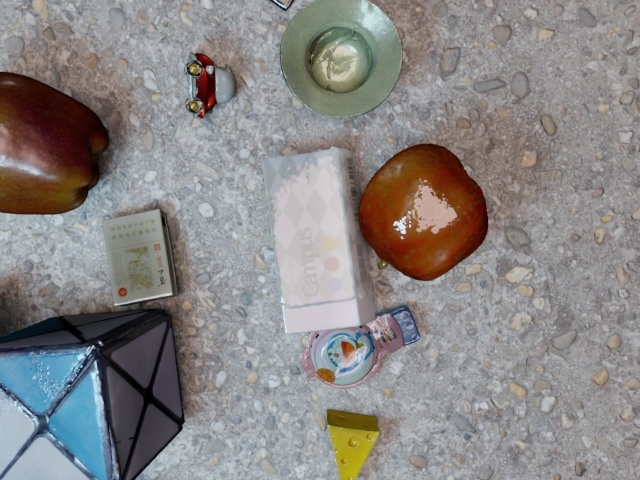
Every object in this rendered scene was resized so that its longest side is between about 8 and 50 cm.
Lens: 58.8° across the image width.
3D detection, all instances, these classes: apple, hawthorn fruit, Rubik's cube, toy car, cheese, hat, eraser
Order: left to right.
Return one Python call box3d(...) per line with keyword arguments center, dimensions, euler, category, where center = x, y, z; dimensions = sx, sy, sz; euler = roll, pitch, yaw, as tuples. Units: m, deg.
box3d(center=(-0.616, -0.197, 1.176), dimensions=(0.317, 0.288, 0.288), euler=(14, 96, -15), category="apple")
box3d(center=(-0.496, 0.320, 1.186), dimensions=(0.307, 0.310, 0.305), euler=(-3, 99, 12), category="Rubik's cube")
box3d(center=(-0.242, -0.341, 1.256), dimensions=(0.112, 0.112, 0.139), euler=(-2, 107, -17), category="toy car")
box3d(center=(0.000, -0.001, 1.276), dimensions=(0.213, 0.082, 0.397), euler=(-8, 88, 1), category="eraser")
box3d(center=(0.041, -0.387, 1.234), dimensions=(0.257, 0.130, 0.257), euler=(0, 96, -2), category="hat")
box3d(center=(0.066, 0.509, 1.354), dimensions=(0.126, 0.093, 0.171), euler=(8, 97, -2), category="cheese")
box3d(center=(0.090, 0.245, 1.335), dimensions=(0.286, 0.074, 0.189), euler=(-21, 98, 0), category="cheese")
box3d(center=(0.213, -0.048, 1.217), dimensions=(0.275, 0.275, 0.299), euler=(37, 108, -5), category="hawthorn fruit")

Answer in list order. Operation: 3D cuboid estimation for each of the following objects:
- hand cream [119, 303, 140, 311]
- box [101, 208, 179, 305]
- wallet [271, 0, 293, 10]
box3d(center=(-0.456, 0.215, 1.338), dimensions=(0.067, 0.042, 0.194), euler=(8, 98, -7), category="hand cream")
box3d(center=(-0.408, 0.040, 1.289), dimensions=(0.141, 0.058, 0.201), euler=(-12, 82, 0), category="box")
box3d(center=(-0.142, -0.630, 1.257), dimensions=(0.244, 0.025, 0.124), euler=(35, 95, -5), category="wallet")
